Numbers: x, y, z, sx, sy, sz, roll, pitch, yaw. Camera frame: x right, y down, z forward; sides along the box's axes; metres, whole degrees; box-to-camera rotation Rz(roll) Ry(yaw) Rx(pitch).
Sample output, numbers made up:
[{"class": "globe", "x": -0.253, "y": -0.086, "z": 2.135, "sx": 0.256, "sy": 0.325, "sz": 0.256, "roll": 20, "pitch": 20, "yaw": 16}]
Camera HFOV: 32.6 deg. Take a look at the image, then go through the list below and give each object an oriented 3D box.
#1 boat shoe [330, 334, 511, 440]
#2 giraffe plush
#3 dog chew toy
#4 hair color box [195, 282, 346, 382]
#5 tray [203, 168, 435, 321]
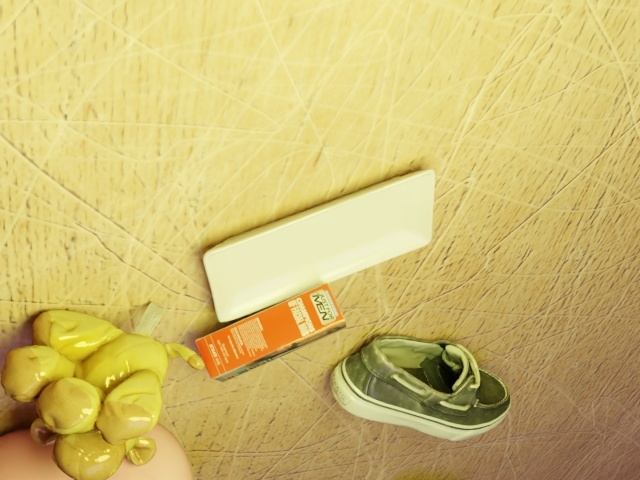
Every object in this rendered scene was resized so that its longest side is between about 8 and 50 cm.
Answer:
[{"class": "boat shoe", "x": 0.172, "y": 0.204, "z": 1.553, "sx": 0.335, "sy": 0.121, "sz": 0.119, "roll": 10, "pitch": 137, "yaw": -41}, {"class": "giraffe plush", "x": -0.239, "y": 0.179, "z": 1.164, "sx": 0.210, "sy": 0.181, "sz": 0.170, "roll": -35, "pitch": 151, "yaw": -57}, {"class": "dog chew toy", "x": -0.321, "y": 0.310, "z": 1.284, "sx": 0.332, "sy": 0.206, "sz": 0.206, "roll": -1, "pitch": 140, "yaw": -24}, {"class": "hair color box", "x": -0.055, "y": 0.110, "z": 1.289, "sx": 0.167, "sy": 0.053, "sz": 0.093, "roll": -25, "pitch": 170, "yaw": -1}, {"class": "tray", "x": 0.000, "y": 0.000, "z": 1.227, "sx": 0.270, "sy": 0.030, "sz": 0.145, "roll": -21, "pitch": 148, "yaw": -11}]
